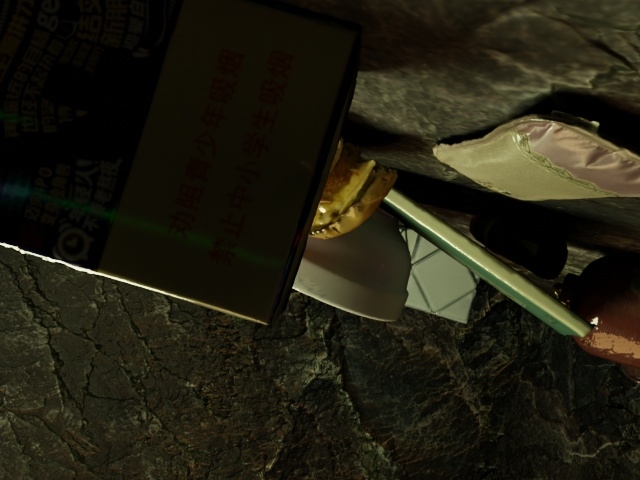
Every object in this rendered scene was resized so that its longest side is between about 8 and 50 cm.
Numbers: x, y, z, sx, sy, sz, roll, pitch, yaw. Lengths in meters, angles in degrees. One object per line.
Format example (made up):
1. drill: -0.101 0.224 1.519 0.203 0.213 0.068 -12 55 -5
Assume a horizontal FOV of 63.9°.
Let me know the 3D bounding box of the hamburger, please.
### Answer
1. hamburger: -0.020 -0.071 0.620 0.124 0.130 0.262 18 -177 -30

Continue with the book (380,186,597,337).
1. book: 0.213 0.017 0.767 0.379 0.031 0.264 38 -174 20

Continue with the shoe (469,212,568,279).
1. shoe: 0.317 0.003 0.819 0.195 0.074 0.077 21 -172 -31

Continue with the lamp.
1. lamp: 0.507 0.113 0.811 0.258 0.180 0.180 17 179 32

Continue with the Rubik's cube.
1. Rubik's cube: 0.290 0.085 1.380 0.205 0.207 0.205 19 178 -13

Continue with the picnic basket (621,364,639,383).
1. picnic basket: 0.666 0.169 0.874 0.129 0.222 0.297 43 167 -25

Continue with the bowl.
1. bowl: 0.023 0.000 0.815 0.287 0.143 0.287 24 -175 -2

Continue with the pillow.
1. pillow: 0.177 -0.062 0.428 0.131 0.038 0.233 20 180 -9

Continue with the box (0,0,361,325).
1. box: -0.146 -0.079 0.354 0.310 0.198 0.084 17 179 2
